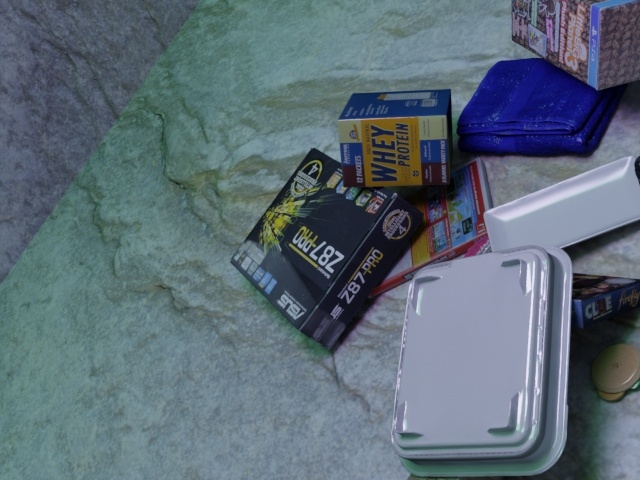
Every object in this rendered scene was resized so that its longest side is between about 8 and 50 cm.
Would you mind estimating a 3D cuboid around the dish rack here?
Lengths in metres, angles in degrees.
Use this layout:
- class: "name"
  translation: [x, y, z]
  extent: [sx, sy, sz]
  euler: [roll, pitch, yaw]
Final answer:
- class: "dish rack"
  translation: [0.215, 0.163, 1.316]
  extent: [0.285, 0.072, 0.333]
  euler: [-15, 56, 43]

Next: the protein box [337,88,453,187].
- class: "protein box"
  translation: [0.150, -0.201, 1.779]
  extent: [0.201, 0.136, 0.200]
  euler: [-1, 23, 11]

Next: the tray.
- class: "tray"
  translation: [0.410, -0.039, 1.524]
  extent: [0.270, 0.030, 0.145]
  euler: [-22, 41, 18]

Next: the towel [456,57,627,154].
- class: "towel"
  translation: [0.411, -0.265, 1.736]
  extent: [0.308, 0.076, 0.228]
  euler: [9, 64, 51]

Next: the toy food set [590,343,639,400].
- class: "toy food set"
  translation: [0.429, 0.185, 1.323]
  extent: [0.082, 0.020, 0.083]
  euler: [-36, 36, 17]

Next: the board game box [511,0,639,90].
- class: "board game box"
  translation: [0.508, -0.401, 1.620]
  extent: [0.232, 0.141, 0.291]
  euler: [-15, 33, -12]

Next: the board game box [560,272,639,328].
- class: "board game box"
  translation: [0.342, 0.083, 1.406]
  extent: [0.243, 0.165, 0.042]
  euler: [4, 103, 49]

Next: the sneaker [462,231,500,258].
- class: "sneaker"
  translation: [0.286, 0.048, 1.584]
  extent: [0.063, 0.075, 0.170]
  euler: [-33, 11, 49]

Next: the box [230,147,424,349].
- class: "box"
  translation: [0.000, 0.000, 1.875]
  extent: [0.318, 0.097, 0.395]
  euler: [-55, 32, 2]

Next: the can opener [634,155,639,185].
- class: "can opener"
  translation: [0.562, -0.091, 1.404]
  extent: [0.073, 0.059, 0.186]
  euler: [-27, 33, -26]

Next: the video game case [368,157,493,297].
- class: "video game case"
  translation: [0.200, -0.024, 1.773]
  extent: [0.285, 0.025, 0.204]
  euler: [-29, 38, 26]

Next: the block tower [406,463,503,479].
- class: "block tower"
  translation: [0.242, 0.276, 1.376]
  extent: [0.091, 0.097, 0.335]
  euler: [11, 66, 51]
